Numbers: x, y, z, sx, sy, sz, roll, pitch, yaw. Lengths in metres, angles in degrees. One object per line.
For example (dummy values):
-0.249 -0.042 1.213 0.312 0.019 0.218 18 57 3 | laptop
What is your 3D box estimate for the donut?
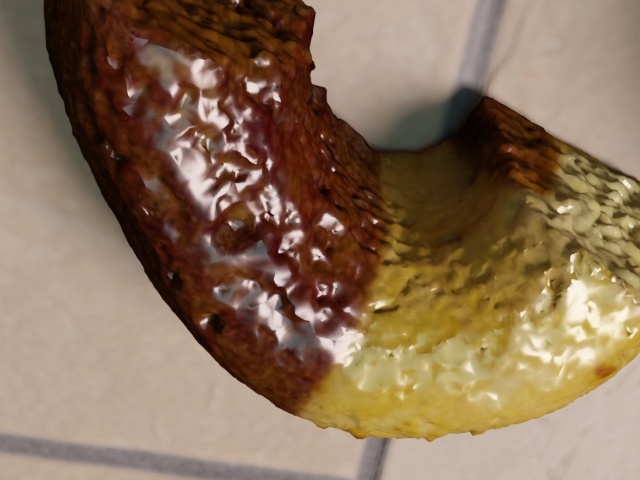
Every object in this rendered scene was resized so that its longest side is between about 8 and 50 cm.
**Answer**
0.000 0.000 0.385 0.295 0.112 0.151 28 109 -13 | donut
